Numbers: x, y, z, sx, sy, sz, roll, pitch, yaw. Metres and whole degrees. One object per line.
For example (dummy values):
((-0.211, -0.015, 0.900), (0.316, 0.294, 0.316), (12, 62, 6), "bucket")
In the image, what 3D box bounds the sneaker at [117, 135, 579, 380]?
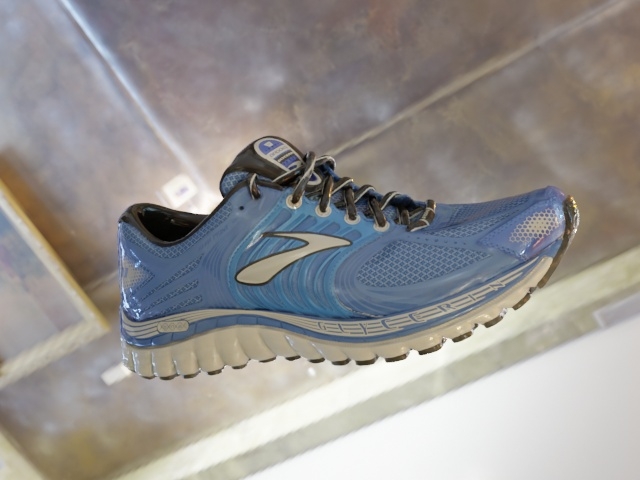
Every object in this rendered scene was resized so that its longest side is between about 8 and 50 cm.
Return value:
((0.000, 0.000, 0.639), (0.330, 0.147, 0.130), (-9, -171, 19), "sneaker")
